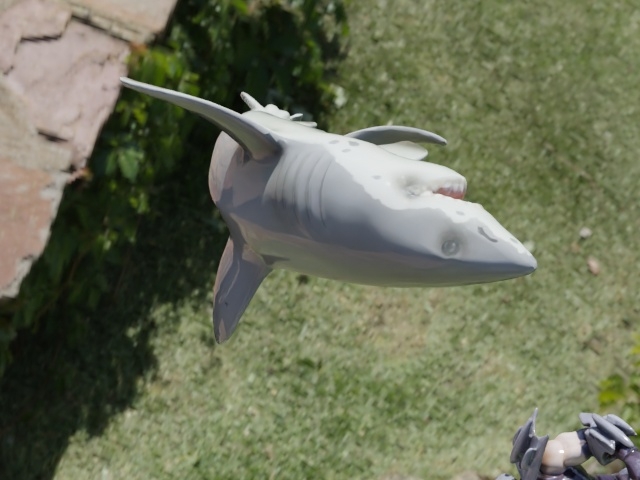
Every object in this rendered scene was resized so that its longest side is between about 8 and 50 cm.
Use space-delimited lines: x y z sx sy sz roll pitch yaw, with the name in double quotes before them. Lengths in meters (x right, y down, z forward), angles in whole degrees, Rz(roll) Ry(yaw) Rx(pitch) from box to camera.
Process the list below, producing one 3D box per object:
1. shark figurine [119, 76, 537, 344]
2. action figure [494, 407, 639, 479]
"shark figurine" -0.018 -0.008 0.558 0.166 0.116 0.278 16 7 -6
"action figure" 0.252 0.213 0.973 0.285 0.185 0.099 -2 41 -13
